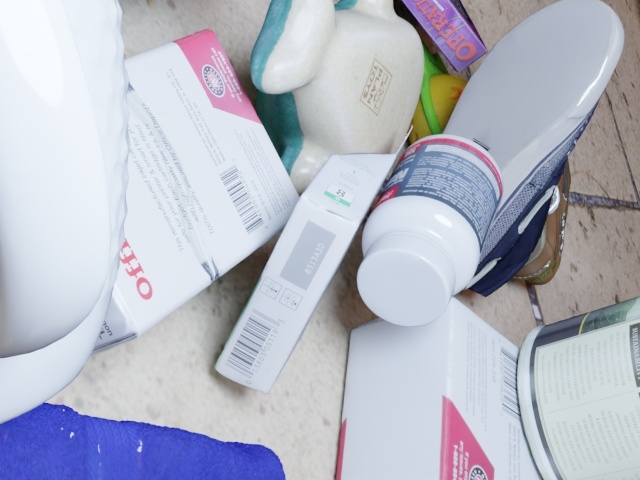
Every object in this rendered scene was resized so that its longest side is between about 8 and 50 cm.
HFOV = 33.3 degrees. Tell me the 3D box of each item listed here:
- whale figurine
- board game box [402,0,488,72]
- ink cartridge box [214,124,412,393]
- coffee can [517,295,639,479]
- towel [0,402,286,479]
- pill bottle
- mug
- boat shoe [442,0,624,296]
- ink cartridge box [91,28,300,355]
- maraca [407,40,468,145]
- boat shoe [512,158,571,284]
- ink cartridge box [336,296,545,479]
[{"bbox_3d":[-0.008,-0.147,0.952,0.272,0.141,0.216,26,83,-67],"label":"whale figurine"},{"bbox_3d":[0.057,-0.362,1.199,0.347,0.056,0.208,46,15,-28],"label":"board game box"},{"bbox_3d":[0.000,0.000,0.906,0.056,0.181,0.225,28,30,1],"label":"ink cartridge box"},{"bbox_3d":[0.348,0.136,0.973,0.201,0.275,0.201,32,47,-42],"label":"coffee can"},{"bbox_3d":[-0.146,0.226,0.686,0.308,0.076,0.227,22,63,-46],"label":"towel"},{"bbox_3d":[0.097,-0.009,0.965,0.108,0.108,0.180,55,35,-19],"label":"pill bottle"},{"bbox_3d":[-0.204,-0.068,0.499,0.276,0.374,0.328,-19,107,-34],"label":"mug"},{"bbox_3d":[0.208,-0.087,1.126,0.127,0.340,0.158,48,16,33],"label":"boat shoe"},{"bbox_3d":[-0.138,-0.040,0.800,0.172,0.100,0.237,63,35,-8],"label":"ink cartridge box"},{"bbox_3d":[0.146,-0.144,1.226,0.127,0.099,0.186,27,44,-57],"label":"maraca"},{"bbox_3d":[0.256,-0.092,1.347,0.104,0.111,0.307,33,58,-44],"label":"boat shoe"},{"bbox_3d":[0.159,0.226,1.025,0.306,0.131,0.226,38,45,-37],"label":"ink cartridge box"}]
